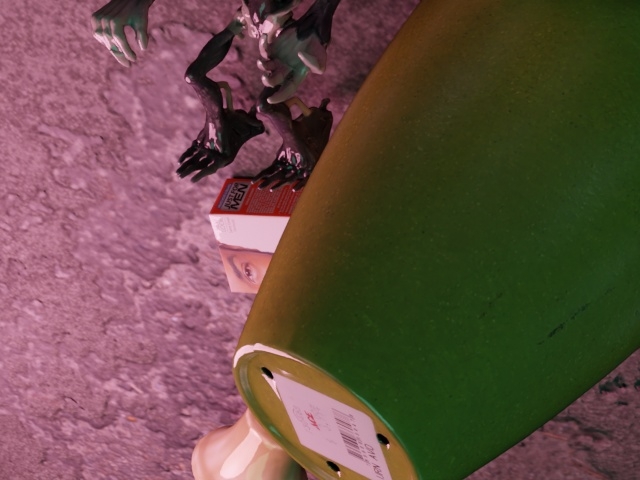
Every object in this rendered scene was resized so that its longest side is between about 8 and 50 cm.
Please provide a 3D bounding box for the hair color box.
[{"bbox_3d":[0.000,0.000,0.962,0.167,0.053,0.093,3,132,18],"label":"hair color box"}]

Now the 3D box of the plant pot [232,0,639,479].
[{"bbox_3d":[0.088,0.014,0.717,0.275,0.293,0.274,30,148,21],"label":"plant pot"}]

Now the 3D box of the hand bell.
[{"bbox_3d":[-0.025,0.145,1.087,0.126,0.126,0.242,24,122,-3],"label":"hand bell"}]

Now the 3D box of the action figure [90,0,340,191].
[{"bbox_3d":[-0.056,-0.152,0.786,0.164,0.141,0.275,16,137,21],"label":"action figure"}]
